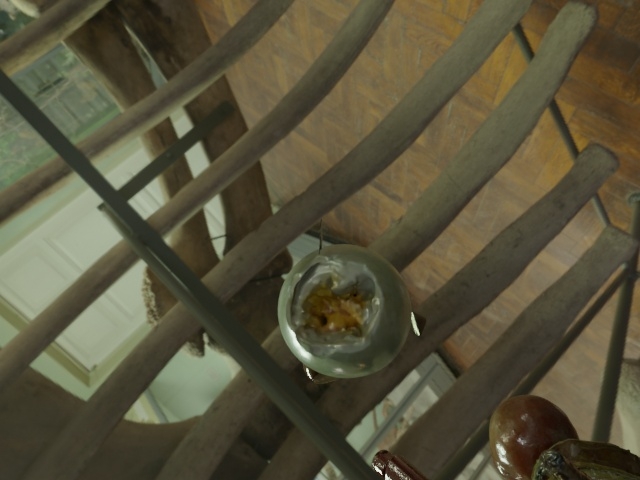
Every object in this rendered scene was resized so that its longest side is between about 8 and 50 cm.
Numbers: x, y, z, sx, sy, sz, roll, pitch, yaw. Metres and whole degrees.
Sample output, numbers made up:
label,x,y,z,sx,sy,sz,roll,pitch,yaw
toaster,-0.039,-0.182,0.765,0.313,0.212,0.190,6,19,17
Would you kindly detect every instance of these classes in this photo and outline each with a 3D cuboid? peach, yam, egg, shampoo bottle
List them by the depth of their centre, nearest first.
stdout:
label,x,y,z,sx,sy,sz,roll,pitch,yaw
yam,0.449,0.421,0.785,0.327,0.045,0.045,42,-154,-33
egg,0.055,0.153,0.992,0.278,0.278,0.336,39,177,18
shampoo bottle,0.219,0.593,1.099,0.260,0.064,0.102,13,105,61
peach,0.584,0.563,1.264,0.252,0.252,0.252,40,161,16

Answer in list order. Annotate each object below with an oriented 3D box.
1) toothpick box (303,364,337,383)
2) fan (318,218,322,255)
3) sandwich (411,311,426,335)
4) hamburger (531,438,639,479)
label,x,y,z,sx,sy,sz,roll,pitch,yaw
toothpick box,-0.010,0.283,1.443,0.192,0.192,0.294,74,175,-56
fan,0.001,0.001,0.862,0.003,0.080,0.060,2,157,4
sandwich,0.312,0.255,1.462,0.031,0.044,0.083,1,107,64
hamburger,0.614,0.557,1.025,0.309,0.211,0.132,8,172,11
